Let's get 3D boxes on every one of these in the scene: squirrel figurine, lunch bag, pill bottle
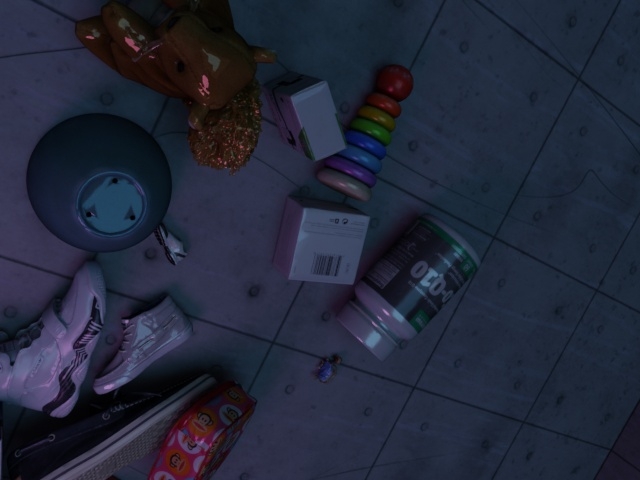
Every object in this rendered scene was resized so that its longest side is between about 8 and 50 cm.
[{"bbox_3d":[-0.206,-0.319,1.196,0.281,0.370,0.397,-42,134,-7],"label":"squirrel figurine"},{"bbox_3d":[-0.268,0.478,1.542,0.293,0.120,0.258,-59,165,21],"label":"lunch bag"},{"bbox_3d":[0.220,0.123,1.666,0.361,0.204,0.204,-47,120,-3],"label":"pill bottle"}]

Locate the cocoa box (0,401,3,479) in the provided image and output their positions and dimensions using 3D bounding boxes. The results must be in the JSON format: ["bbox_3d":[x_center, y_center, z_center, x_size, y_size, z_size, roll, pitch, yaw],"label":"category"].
[{"bbox_3d":[-0.818,0.464,1.276,0.347,0.228,0.231,1,98,-25],"label":"cocoa box"}]

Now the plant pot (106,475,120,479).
[{"bbox_3d":[-0.550,0.720,1.494,0.275,0.243,0.274,-8,111,-22],"label":"plant pot"}]

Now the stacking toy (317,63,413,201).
[{"bbox_3d":[0.118,-0.266,1.537,0.141,0.141,0.330,25,89,-30],"label":"stacking toy"}]

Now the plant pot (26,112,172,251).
[{"bbox_3d":[-0.428,-0.095,1.294,0.290,0.195,0.290,-8,111,-22],"label":"plant pot"}]

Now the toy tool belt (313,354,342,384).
[{"bbox_3d":[0.019,0.343,1.737,0.051,0.052,0.083,28,94,-38],"label":"toy tool belt"}]

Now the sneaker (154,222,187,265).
[{"bbox_3d":[-0.339,0.002,1.465,0.044,0.040,0.109,-37,124,-28],"label":"sneaker"}]

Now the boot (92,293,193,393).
[{"bbox_3d":[-0.427,0.228,1.477,0.258,0.095,0.123,-36,112,-19],"label":"boot"}]

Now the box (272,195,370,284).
[{"bbox_3d":[0.000,0.000,1.569,0.181,0.119,0.181,6,104,-26],"label":"box"}]

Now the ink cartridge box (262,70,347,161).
[{"bbox_3d":[-0.037,-0.273,1.407,0.087,0.208,0.153,-26,116,-11],"label":"ink cartridge box"}]

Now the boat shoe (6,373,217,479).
[{"bbox_3d":[-0.459,0.423,1.469,0.500,0.156,0.186,-27,150,-32],"label":"boat shoe"}]

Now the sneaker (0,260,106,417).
[{"bbox_3d":[-0.586,0.202,1.355,0.210,0.137,0.365,14,105,-31],"label":"sneaker"}]
